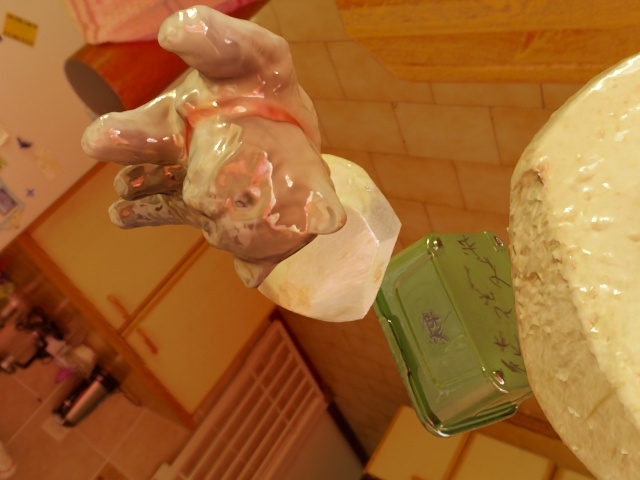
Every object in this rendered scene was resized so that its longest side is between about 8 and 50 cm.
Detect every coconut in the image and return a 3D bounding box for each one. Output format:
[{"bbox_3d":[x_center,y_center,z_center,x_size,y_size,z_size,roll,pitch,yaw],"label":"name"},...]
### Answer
[{"bbox_3d":[0.000,0.000,0.854,0.197,0.236,0.236,24,149,6],"label":"coconut"},{"bbox_3d":[0.262,0.029,0.376,0.297,0.297,0.255,13,170,36],"label":"coconut"}]

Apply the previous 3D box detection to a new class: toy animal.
[{"bbox_3d":[-0.091,-0.043,0.603,0.308,0.266,0.188,-39,90,28],"label":"toy animal"}]

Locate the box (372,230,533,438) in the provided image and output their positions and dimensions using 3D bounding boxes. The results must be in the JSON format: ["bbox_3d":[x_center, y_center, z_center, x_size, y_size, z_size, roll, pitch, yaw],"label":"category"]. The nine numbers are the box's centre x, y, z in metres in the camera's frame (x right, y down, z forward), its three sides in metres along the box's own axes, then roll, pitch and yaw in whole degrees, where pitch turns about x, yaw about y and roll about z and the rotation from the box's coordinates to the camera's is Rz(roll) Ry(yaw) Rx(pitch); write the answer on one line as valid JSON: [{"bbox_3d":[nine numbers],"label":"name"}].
[{"bbox_3d":[0.251,0.143,1.086,0.178,0.253,0.328,-40,61,43],"label":"box"}]
